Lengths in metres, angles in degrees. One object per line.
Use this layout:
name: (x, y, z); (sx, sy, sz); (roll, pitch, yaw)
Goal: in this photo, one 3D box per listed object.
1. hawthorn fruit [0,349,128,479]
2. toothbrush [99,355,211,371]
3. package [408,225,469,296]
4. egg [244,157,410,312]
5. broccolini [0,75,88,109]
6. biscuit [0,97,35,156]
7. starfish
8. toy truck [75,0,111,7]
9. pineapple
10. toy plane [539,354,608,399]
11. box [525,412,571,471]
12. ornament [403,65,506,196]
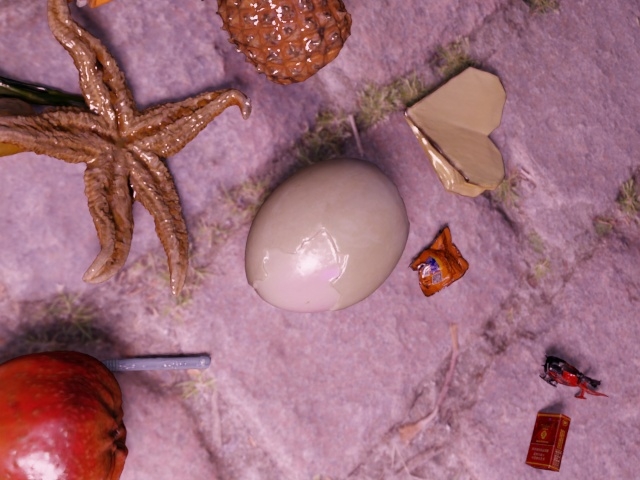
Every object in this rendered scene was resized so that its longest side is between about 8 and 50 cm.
hawthorn fruit: (-0.302, 0.205, 0.719); (0.200, 0.179, 0.179); (-8, 82, -9)
toothbrush: (-0.237, 0.147, 0.839); (0.219, 0.019, 0.016); (4, 73, -24)
package: (0.176, 0.033, 1.045); (0.111, 0.033, 0.077); (-34, 85, -31)
egg: (0.000, 0.000, 0.891); (0.217, 0.183, 0.183); (-30, 93, -19)
broccolini: (-0.359, -0.186, 0.830); (0.201, 0.058, 0.074); (-1, 66, -27)
biscuit: (-0.401, -0.152, 0.752); (0.174, 0.183, 0.039); (-17, 52, -23)
starfish: (-0.231, -0.120, 0.852); (0.327, 0.094, 0.375); (-38, 105, -33)
toy truck: (-0.311, -0.415, 0.856); (0.114, 0.135, 0.270); (-33, 94, -26)
pineapple: (-0.116, -0.354, 0.875); (0.364, 0.165, 0.165); (43, 64, -33)
toy plane: (0.388, 0.212, 1.093); (0.145, 0.060, 0.037); (35, 66, -31)
box: (0.339, 0.299, 1.054); (0.023, 0.051, 0.082); (28, 69, -19)
ornament: (0.206, -0.178, 1.093); (0.180, 0.059, 0.201); (13, 71, -21)
